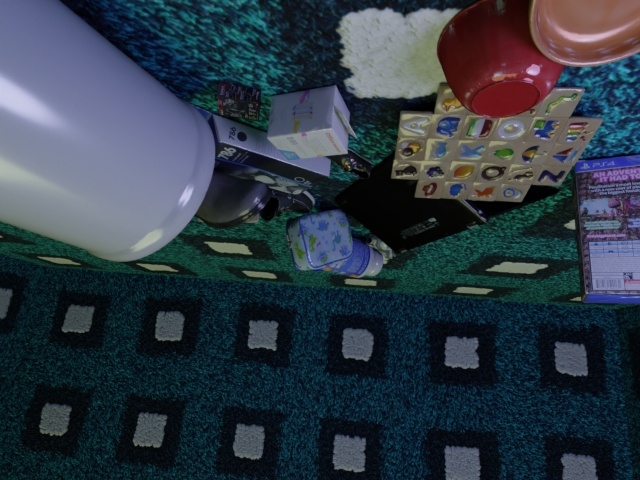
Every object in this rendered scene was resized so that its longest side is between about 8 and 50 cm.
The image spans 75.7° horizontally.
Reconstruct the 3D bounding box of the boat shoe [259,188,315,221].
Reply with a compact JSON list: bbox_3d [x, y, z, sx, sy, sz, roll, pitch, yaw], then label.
[{"bbox_3d":[-0.148,-0.111,1.123,0.127,0.112,0.340,-8,160,36],"label":"boat shoe"}]

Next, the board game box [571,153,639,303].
[{"bbox_3d":[0.666,-0.021,0.853,0.232,0.290,0.141,-3,164,28],"label":"board game box"}]

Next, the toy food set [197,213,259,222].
[{"bbox_3d":[-0.340,-0.113,1.219,0.220,0.092,0.306,1,164,15],"label":"toy food set"}]

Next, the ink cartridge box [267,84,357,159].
[{"bbox_3d":[-0.010,-0.213,0.755,0.143,0.089,0.092,-2,163,21],"label":"ink cartridge box"}]

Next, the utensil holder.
[{"bbox_3d":[-0.408,-0.170,0.606,0.328,0.327,0.385,-3,162,26],"label":"utensil holder"}]

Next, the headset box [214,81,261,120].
[{"bbox_3d":[-0.153,-0.255,0.758,0.083,0.032,0.062,8,164,-7],"label":"headset box"}]

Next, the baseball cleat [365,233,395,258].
[{"bbox_3d":[0.233,0.014,1.577,0.110,0.072,0.206,17,167,18],"label":"baseball cleat"}]

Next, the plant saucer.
[{"bbox_3d":[0.324,-0.279,0.434,0.200,0.037,0.200,-1,150,-1],"label":"plant saucer"}]

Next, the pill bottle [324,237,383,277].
[{"bbox_3d":[0.109,0.061,1.594,0.272,0.152,0.152,17,161,-34],"label":"pill bottle"}]

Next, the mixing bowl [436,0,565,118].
[{"bbox_3d":[0.256,-0.236,0.575,0.182,0.098,0.181,4,166,1],"label":"mixing bowl"}]

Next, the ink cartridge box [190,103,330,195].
[{"bbox_3d":[-0.157,-0.191,0.939,0.333,0.065,0.165,14,163,-27],"label":"ink cartridge box"}]

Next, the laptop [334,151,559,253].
[{"bbox_3d":[0.321,-0.119,1.130,0.408,0.236,0.382,38,156,-10],"label":"laptop"}]

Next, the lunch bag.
[{"bbox_3d":[0.000,0.000,1.274,0.219,0.175,0.090,-15,-178,-44],"label":"lunch bag"}]

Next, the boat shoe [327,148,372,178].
[{"bbox_3d":[0.066,-0.179,0.948,0.133,0.041,0.049,18,162,-35],"label":"boat shoe"}]

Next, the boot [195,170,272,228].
[{"bbox_3d":[-0.280,-0.142,0.873,0.338,0.118,0.222,3,140,35],"label":"boot"}]

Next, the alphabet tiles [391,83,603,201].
[{"bbox_3d":[0.316,-0.172,0.787,0.343,0.011,0.285,3,146,6],"label":"alphabet tiles"}]
